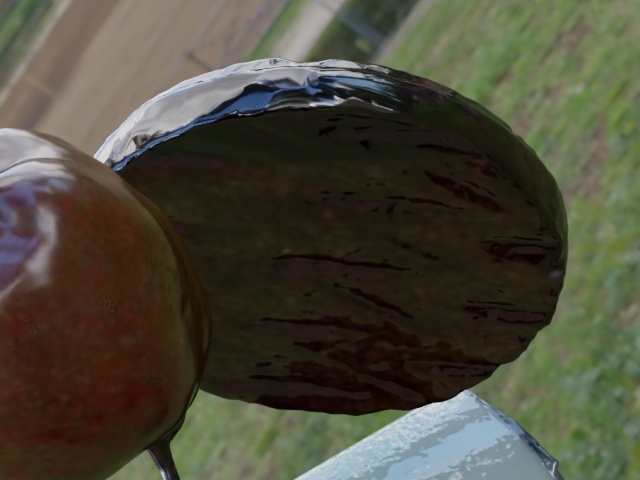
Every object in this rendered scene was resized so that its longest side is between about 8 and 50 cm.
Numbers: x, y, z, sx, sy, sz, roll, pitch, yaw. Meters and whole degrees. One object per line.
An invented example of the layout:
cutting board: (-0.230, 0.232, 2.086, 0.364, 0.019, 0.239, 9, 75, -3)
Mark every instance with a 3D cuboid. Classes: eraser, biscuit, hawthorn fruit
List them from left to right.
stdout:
hawthorn fruit: (-0.159, 0.063, 1.096, 0.208, 0.248, 0.208, -27, 33, 19)
biscuit: (0.000, 0.000, 1.513, 0.407, 0.407, 0.091, -44, 30, 41)
eraser: (0.083, 0.268, 1.725, 0.290, 0.189, 0.104, -26, -27, -33)
